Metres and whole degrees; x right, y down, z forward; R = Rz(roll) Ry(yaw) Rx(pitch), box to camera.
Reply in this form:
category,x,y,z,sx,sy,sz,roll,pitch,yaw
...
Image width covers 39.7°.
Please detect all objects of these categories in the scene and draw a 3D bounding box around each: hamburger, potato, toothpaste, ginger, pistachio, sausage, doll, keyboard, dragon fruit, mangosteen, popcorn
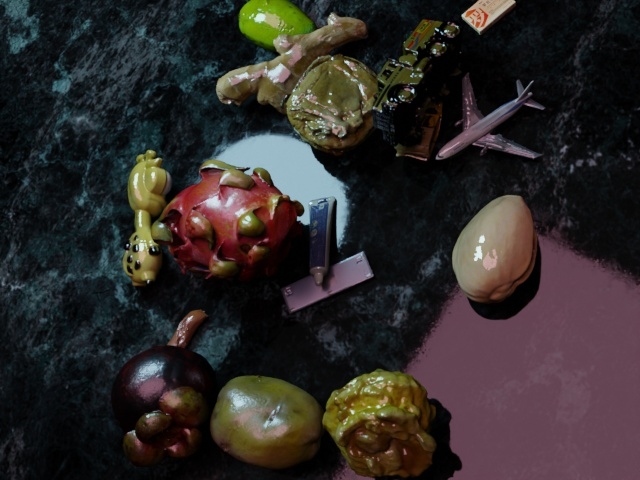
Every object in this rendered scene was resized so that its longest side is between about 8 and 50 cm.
category,x,y,z,sx,sy,sz,roll,pitch,yaw
hamburger,0.031,-0.263,1.747,0.183,0.130,0.206,35,70,12
potato,-0.092,0.318,1.547,0.200,0.137,0.154,17,81,19
toothpaste,0.000,0.000,1.692,0.057,0.035,0.197,-10,55,19
ginger,-0.051,-0.358,1.817,0.334,0.081,0.148,-37,81,3
pistachio,0.299,0.012,1.541,0.145,0.117,0.200,8,72,27
sausage,-0.273,0.200,1.716,0.158,0.042,0.036,-58,26,-10
doll,-0.356,-0.043,1.809,0.117,0.086,0.291,-19,64,41
keyboard,0.013,0.080,1.673,0.176,0.014,0.055,-25,64,9
dragon fruit,-0.179,-0.017,1.665,0.243,0.227,0.307,51,130,12
mangosteen,-0.275,0.288,1.586,0.210,0.210,0.209,-7,68,17
popcorn,0.099,0.309,1.461,0.198,0.197,0.155,-7,39,17

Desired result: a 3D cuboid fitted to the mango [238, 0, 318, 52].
category,x,y,z,sx,sy,sz,roll,pitch,yaw
mango,-0.089,-0.457,1.871,0.178,0.100,0.119,22,74,15

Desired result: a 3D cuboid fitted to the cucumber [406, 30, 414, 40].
category,x,y,z,sx,sy,sz,roll,pitch,yaw
cucumber,0.189,-0.354,1.770,0.032,0.032,0.133,-8,69,16

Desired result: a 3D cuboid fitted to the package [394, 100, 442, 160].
category,x,y,z,sx,sy,sz,roll,pitch,yaw
package,0.190,-0.215,1.705,0.071,0.047,0.131,6,52,20

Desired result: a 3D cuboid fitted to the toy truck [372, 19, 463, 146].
category,x,y,z,sx,sy,sz,roll,pitch,yaw
toy truck,0.174,-0.303,1.663,0.127,0.127,0.257,20,60,19

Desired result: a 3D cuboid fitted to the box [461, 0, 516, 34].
category,x,y,z,sx,sy,sz,roll,pitch,yaw
box,0.335,-0.459,1.768,0.093,0.015,0.058,-40,64,0

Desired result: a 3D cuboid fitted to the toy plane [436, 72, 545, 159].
category,x,y,z,sx,sy,sz,roll,pitch,yaw
toy plane,0.311,-0.215,1.659,0.226,0.058,0.226,-38,66,6
